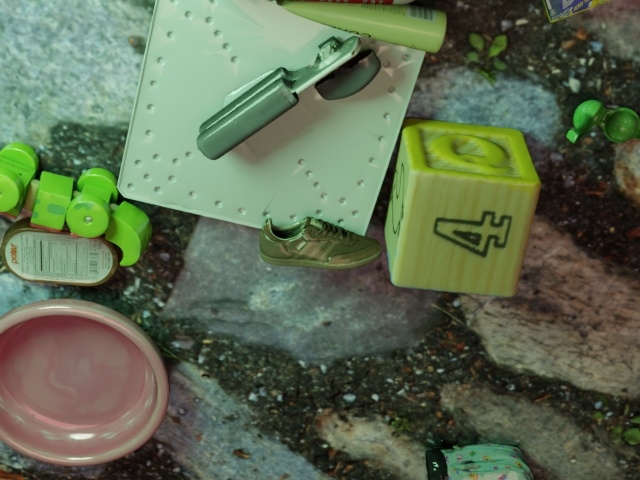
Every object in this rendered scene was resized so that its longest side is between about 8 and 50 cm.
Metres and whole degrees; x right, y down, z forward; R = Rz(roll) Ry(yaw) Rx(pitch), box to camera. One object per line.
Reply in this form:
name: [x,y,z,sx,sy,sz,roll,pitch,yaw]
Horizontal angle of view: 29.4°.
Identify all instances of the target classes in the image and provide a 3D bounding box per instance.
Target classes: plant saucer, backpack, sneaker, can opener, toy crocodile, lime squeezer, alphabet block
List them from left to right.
toy crocodile: [-0.417,-0.062,1.855,0.340,0.115,0.105,18,119,-11]
plant saucer: [-0.415,0.227,2.042,0.332,0.084,0.332,-1,121,-1]
can opener: [-0.044,-0.195,1.748,0.283,0.076,0.095,-33,115,18]
sneaker: [0.000,0.000,1.869,0.188,0.066,0.071,-2,120,0]
alphabet block: [0.206,-0.051,1.828,0.193,0.192,0.197,5,119,-6]
backpack: [0.281,0.427,2.150,0.181,0.115,0.152,-6,118,-1]
lime squeezer: [0.448,-0.168,1.820,0.310,0.110,0.059,6,107,-39]

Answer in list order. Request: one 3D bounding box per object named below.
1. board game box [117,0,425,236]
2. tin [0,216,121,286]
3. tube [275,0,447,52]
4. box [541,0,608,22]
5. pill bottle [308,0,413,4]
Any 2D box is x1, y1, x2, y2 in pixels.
board game box: [-0.076,-0.200,1.818,0.389,0.050,0.390,13,120,-8]
tin: [-0.415,0.019,1.950,0.189,0.040,0.106,4,116,-3]
tube: [0.052,-0.309,1.683,0.240,0.062,0.070,10,160,-12]
box: [0.392,-0.370,1.722,0.168,0.054,0.059,-20,118,11]
pill bottle: [0.023,-0.424,1.586,0.407,0.229,0.229,2,120,-2]
